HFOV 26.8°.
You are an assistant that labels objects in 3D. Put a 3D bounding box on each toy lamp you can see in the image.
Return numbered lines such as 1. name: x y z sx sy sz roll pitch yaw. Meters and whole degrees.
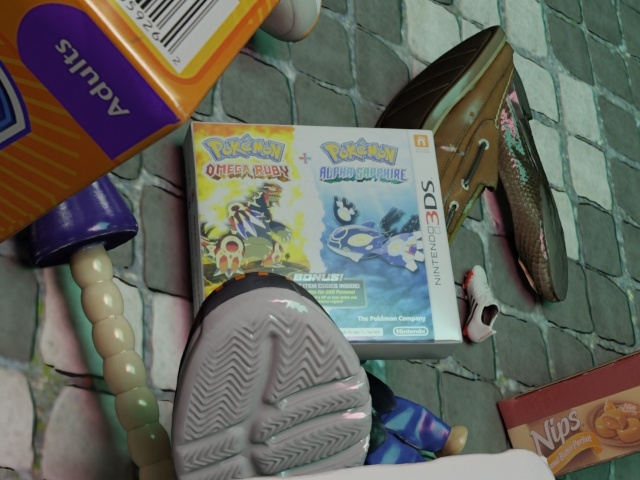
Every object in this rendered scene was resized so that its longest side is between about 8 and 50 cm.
1. toy lamp: -0.137 0.072 0.913 0.080 0.080 0.275 -11 81 -49

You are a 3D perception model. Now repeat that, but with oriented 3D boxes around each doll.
1. doll: 0.033 0.135 1.082 0.189 0.046 0.129 32 57 -24

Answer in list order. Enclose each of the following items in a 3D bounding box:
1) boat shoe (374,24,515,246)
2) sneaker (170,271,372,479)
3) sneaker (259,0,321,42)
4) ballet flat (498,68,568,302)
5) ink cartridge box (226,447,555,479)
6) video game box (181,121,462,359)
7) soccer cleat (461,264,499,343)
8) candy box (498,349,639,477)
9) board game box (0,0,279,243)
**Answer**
1. boat shoe: 0.108 -0.075 1.234 0.104 0.110 0.307 48 54 -16
2. sneaker: -0.038 0.104 0.888 0.180 0.124 0.321 -109 -172 -45
3. sneaker: -0.116 -0.247 1.103 0.262 0.099 0.121 44 51 -11
4. ballet flat: 0.199 -0.056 1.362 0.084 0.058 0.250 3 72 -69
5. ink cartridge box: -0.099 0.226 0.631 0.279 0.384 0.161 2 68 -46
6. video game box: 0.000 0.000 1.052 0.205 0.048 0.187 0 64 -16
7. soccer cleat: 0.152 0.058 1.258 0.029 0.035 0.083 33 49 -31
8. candy box: 0.338 0.143 1.297 0.316 0.183 0.088 -8 75 -49
9. board game box: -0.224 -0.223 0.758 0.356 0.356 0.356 49 42 -17
